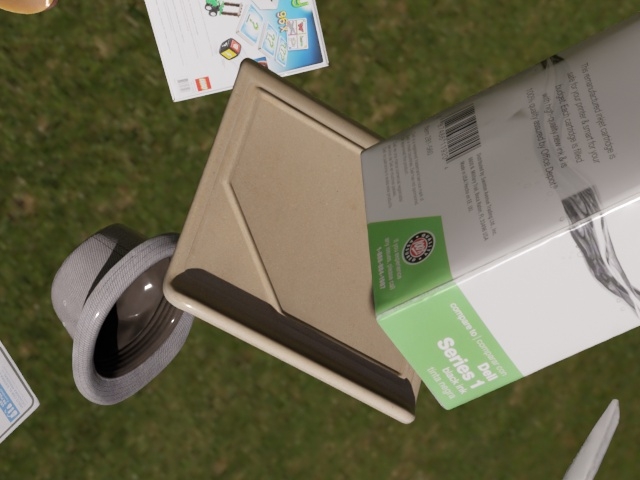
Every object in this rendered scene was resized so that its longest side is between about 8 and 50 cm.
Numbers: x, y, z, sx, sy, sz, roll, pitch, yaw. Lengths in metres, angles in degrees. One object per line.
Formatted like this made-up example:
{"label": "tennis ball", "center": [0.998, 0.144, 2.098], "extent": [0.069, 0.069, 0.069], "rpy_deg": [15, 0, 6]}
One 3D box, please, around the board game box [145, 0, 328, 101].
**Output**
{"label": "board game box", "center": [-0.115, -0.323, 1.705], "extent": [0.193, 0.053, 0.305], "rpy_deg": [-13, 120, 0]}

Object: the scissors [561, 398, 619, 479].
{"label": "scissors", "center": [0.082, 0.210, 0.778], "extent": [0.021, 0.109, 0.297], "rpy_deg": [45, 51, -34]}

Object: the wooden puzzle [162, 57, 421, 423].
{"label": "wooden puzzle", "center": [0.000, 0.000, 1.142], "extent": [0.044, 0.221, 0.239], "rpy_deg": [-35, -148, 49]}

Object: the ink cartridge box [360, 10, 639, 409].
{"label": "ink cartridge box", "center": [0.140, -0.024, 0.837], "extent": [0.219, 0.160, 0.092], "rpy_deg": [-25, 125, 17]}

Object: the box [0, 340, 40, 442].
{"label": "box", "center": [-0.410, 0.190, 1.298], "extent": [0.290, 0.169, 0.087], "rpy_deg": [-45, 130, -28]}

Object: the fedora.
{"label": "fedora", "center": [-0.279, 0.080, 2.021], "extent": [0.244, 0.124, 0.275], "rpy_deg": [-43, 155, -27]}

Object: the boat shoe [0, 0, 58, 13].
{"label": "boat shoe", "center": [-0.318, -0.273, 1.353], "extent": [0.073, 0.207, 0.073], "rpy_deg": [-59, 174, 15]}
